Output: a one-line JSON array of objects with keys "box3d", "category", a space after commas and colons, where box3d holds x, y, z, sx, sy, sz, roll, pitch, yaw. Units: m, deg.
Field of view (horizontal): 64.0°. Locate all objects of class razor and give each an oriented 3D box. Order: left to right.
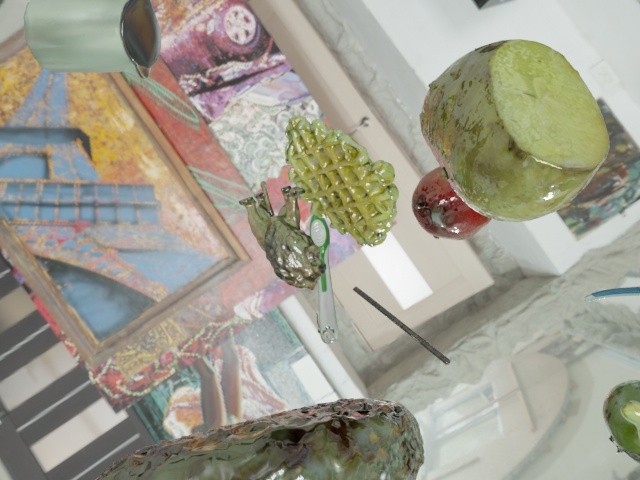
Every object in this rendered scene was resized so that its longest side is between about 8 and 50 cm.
[{"box3d": [0.645, 0.112, 1.049, 0.191, 0.037, 0.068, -3, -170, 41], "category": "razor"}]

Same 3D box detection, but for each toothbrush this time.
[{"box3d": [-0.001, -0.002, 1.010, 0.042, 0.417, 0.040, -12, 151, 12], "category": "toothbrush"}]

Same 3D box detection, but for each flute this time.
[{"box3d": [0.156, 0.165, 1.030, 0.014, 0.269, 0.014, -24, 132, -30], "category": "flute"}]

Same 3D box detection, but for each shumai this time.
[{"box3d": [-0.049, 0.365, 0.553, 0.396, 0.347, 0.395, -8, 164, -2], "category": "shumai"}]

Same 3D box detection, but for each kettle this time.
[{"box3d": [-0.490, -0.481, 1.121, 0.256, 0.240, 0.165, 7, -164, 18], "category": "kettle"}]

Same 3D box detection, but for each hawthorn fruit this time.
[{"box3d": [0.289, -0.085, 1.170, 0.202, 0.185, 0.185, -12, 163, -34], "category": "hawthorn fruit"}]

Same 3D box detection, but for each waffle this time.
[{"box3d": [0.022, -0.070, 0.635, 0.036, 0.169, 0.183, -46, 159, -25], "category": "waffle"}]

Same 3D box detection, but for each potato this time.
[{"box3d": [0.199, -0.119, 0.548, 0.141, 0.176, 0.298, 0, -151, -8], "category": "potato"}]

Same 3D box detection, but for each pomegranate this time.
[{"box3d": [0.443, 0.224, 0.665, 0.122, 0.122, 0.161, -27, 142, -61], "category": "pomegranate"}]

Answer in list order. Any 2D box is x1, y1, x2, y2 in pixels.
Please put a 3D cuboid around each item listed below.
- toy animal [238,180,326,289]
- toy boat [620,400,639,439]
[{"box3d": [-0.050, -0.027, 0.564, 0.069, 0.086, 0.219, -14, -148, -6], "category": "toy animal"}, {"box3d": [0.352, 0.193, 0.427, 0.293, 0.099, 0.108, 18, 125, -33], "category": "toy boat"}]
